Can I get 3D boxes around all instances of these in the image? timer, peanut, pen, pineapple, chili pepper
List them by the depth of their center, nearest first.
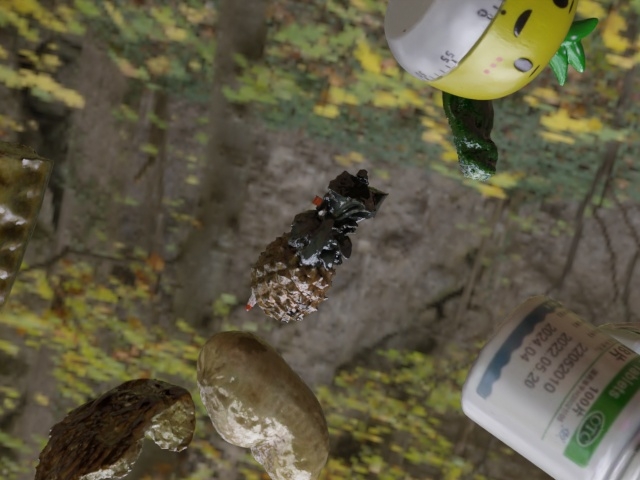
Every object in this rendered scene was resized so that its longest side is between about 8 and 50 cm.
[{"bbox_3d":[0.000,0.000,1.535,0.111,0.237,0.119,18,-139,-26],"label":"pineapple"},{"bbox_3d":[0.249,-0.298,1.558,0.285,0.285,0.285,13,-166,-3],"label":"timer"},{"bbox_3d":[-0.076,0.232,1.597,0.253,0.137,0.122,48,150,-23],"label":"peanut"},{"bbox_3d":[0.226,-0.202,1.786,0.098,0.224,0.061,10,159,-38],"label":"chili pepper"},{"bbox_3d":[-0.057,0.022,1.888,0.026,0.218,0.026,34,173,5],"label":"pen"}]

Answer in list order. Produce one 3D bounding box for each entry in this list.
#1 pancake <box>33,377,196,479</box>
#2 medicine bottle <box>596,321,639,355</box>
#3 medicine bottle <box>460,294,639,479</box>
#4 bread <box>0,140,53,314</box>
[{"bbox_3d":[-0.236,0.225,1.392,0.212,0.056,0.257,-30,-160,6],"label":"pancake"},{"bbox_3d":[0.393,0.256,1.483,0.161,0.296,0.111,2,-172,-42],"label":"medicine bottle"},{"bbox_3d":[0.254,0.162,1.044,0.237,0.139,0.139,34,-158,27],"label":"medicine bottle"},{"bbox_3d":[-0.441,-0.004,1.518,0.130,0.268,0.152,25,-166,18],"label":"bread"}]
